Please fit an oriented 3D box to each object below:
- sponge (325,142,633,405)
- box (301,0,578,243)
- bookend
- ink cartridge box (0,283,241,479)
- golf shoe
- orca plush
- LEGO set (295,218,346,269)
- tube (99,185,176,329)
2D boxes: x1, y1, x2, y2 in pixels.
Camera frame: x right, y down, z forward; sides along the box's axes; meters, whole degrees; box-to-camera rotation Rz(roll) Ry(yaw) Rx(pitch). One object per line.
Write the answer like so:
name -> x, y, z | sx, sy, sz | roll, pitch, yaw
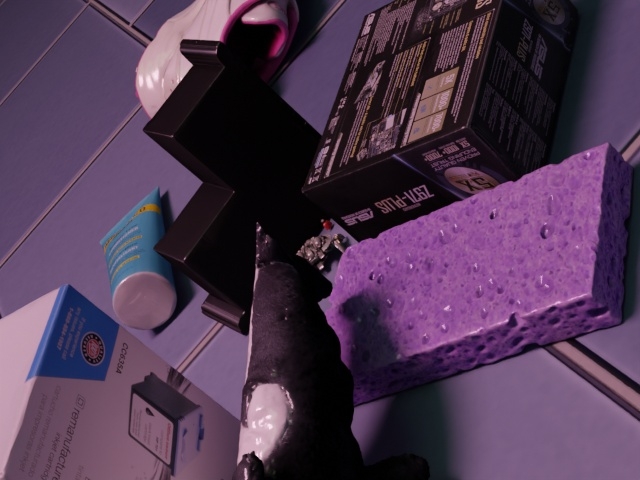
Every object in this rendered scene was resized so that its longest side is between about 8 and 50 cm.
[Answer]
sponge -> 0.087, 0.025, 0.737 | 0.210, 0.031, 0.117 | -24, 38, 38
box -> 0.084, -0.097, 0.839 | 0.147, 0.077, 0.180 | -20, 40, 41
bookend -> -0.079, -0.040, 0.915 | 0.157, 0.156, 0.072 | -55, 30, -10
ink cartridge box -> -0.123, 0.141, 0.720 | 0.082, 0.190, 0.140 | -28, 35, 30
golf shoe -> -0.062, -0.235, 1.197 | 0.140, 0.115, 0.306 | 2, 62, 42
orca plush -> 0.008, 0.128, 0.675 | 0.102, 0.151, 0.287 | 2, 44, 1
LEGO set -> -0.001, -0.001, 0.896 | 0.054, 0.023, 0.083 | -22, 38, 39
tube -> -0.163, 0.013, 1.087 | 0.080, 0.052, 0.207 | -39, 24, 4
